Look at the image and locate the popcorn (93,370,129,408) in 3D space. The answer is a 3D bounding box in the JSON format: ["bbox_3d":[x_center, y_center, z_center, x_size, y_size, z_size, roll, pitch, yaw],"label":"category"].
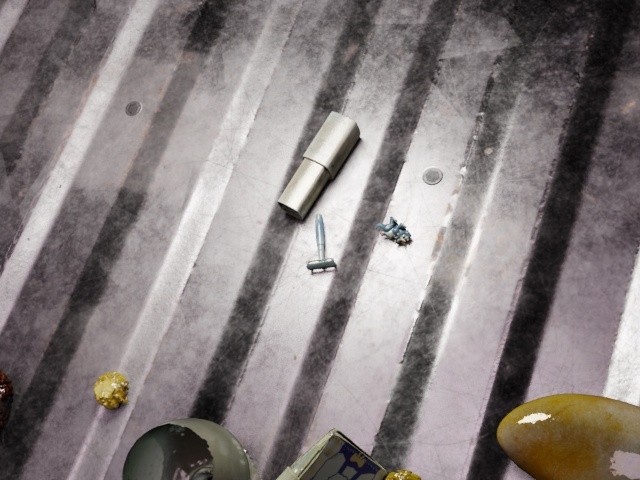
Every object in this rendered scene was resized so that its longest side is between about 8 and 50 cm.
[{"bbox_3d":[-0.457,0.328,1.837,0.083,0.057,0.082,-22,58,7],"label":"popcorn"}]

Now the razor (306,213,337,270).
[{"bbox_3d":[0.000,0.000,1.882,0.068,0.040,0.135,-8,60,9],"label":"razor"}]

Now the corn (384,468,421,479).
[{"bbox_3d":[0.151,0.554,1.592,0.080,0.080,0.231,2,71,14],"label":"corn"}]

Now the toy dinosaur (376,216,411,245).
[{"bbox_3d":[0.162,-0.020,1.850,0.083,0.030,0.047,35,77,24],"label":"toy dinosaur"}]

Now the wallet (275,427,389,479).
[{"bbox_3d":[-0.025,0.511,1.579,0.309,0.223,0.077,-49,39,-8],"label":"wallet"}]

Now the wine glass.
[{"bbox_3d":[-0.233,0.463,1.585,0.238,0.323,0.238,-6,67,14],"label":"wine glass"}]

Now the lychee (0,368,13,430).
[{"bbox_3d":[-0.774,0.359,1.837,0.188,0.188,0.188,-5,67,11],"label":"lychee"}]

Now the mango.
[{"bbox_3d":[0.510,0.393,1.505,0.384,0.199,0.221,12,73,19],"label":"mango"}]

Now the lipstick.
[{"bbox_3d":[-0.004,-0.171,1.925,0.079,0.077,0.253,26,75,22],"label":"lipstick"}]
